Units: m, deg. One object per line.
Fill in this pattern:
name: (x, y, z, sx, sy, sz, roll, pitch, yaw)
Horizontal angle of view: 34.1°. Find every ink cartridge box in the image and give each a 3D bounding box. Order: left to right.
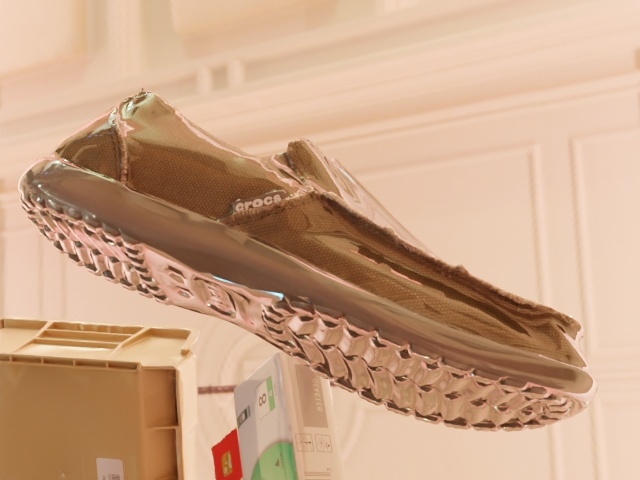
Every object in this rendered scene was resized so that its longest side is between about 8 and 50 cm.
ink cartridge box: (-0.056, 0.222, 0.907, 0.225, 0.056, 0.181, -43, -132, 44)

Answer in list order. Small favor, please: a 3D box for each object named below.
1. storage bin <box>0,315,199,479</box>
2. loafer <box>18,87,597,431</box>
storage bin: (-0.247, 0.228, 1.122, 0.260, 0.123, 0.262, 2, -79, 16)
loafer: (0.000, 0.000, 0.433, 0.251, 0.094, 0.087, 24, -113, 7)
